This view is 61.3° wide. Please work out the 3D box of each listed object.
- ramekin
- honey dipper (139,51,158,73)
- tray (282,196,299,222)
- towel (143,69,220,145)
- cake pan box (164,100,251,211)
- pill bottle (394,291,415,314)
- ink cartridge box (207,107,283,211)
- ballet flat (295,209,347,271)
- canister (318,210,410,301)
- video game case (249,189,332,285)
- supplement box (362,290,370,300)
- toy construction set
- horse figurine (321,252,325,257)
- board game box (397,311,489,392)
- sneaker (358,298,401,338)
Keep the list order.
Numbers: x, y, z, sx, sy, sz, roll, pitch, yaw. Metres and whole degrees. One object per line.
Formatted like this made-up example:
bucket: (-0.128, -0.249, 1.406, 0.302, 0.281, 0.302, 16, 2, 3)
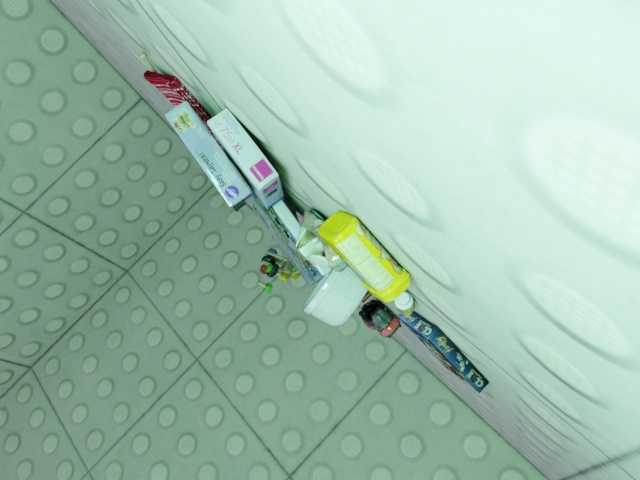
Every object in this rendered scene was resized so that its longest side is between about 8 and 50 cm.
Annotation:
ramekin: (0.053, 0.138, 1.485, 0.109, 0.207, 0.207, 36, 175, -1)
honey dipper: (-0.460, -0.468, 1.514, 0.030, 0.030, 0.160, 41, 172, 29)
tray: (-0.156, -0.158, 1.644, 0.145, 0.030, 0.270, 41, 174, 41)
towel: (-0.362, -0.358, 1.501, 0.199, 0.031, 0.275, 29, 166, 48)
cake pan box: (-0.262, -0.196, 1.329, 0.266, 0.070, 0.246, 55, 178, -8)
pill bottle: (0.196, 0.144, 1.257, 0.043, 0.043, 0.083, 42, 175, 25)
ink cartridge box: (-0.164, -0.175, 1.265, 0.185, 0.065, 0.311, 53, 173, 4)
ballet flat: (0.000, 0.000, 1.261, 0.107, 0.106, 0.316, 46, 175, -20)
canister: (0.082, 0.028, 1.037, 0.170, 0.073, 0.126, 47, 174, -20)
video game case: (-0.096, -0.022, 1.543, 0.329, 0.036, 0.300, 54, 168, 4)
supplement box: (0.150, 0.177, 1.848, 0.043, 0.055, 0.083, 44, 175, 14)
toy construction set: (-0.088, 0.073, 2.166, 0.237, 0.257, 0.309, 33, -160, -20)
horse figurine: (0.044, 0.074, 1.789, 0.174, 0.066, 0.263, 50, 173, -1)
board game box: (0.326, 0.290, 1.442, 0.243, 0.042, 0.165, 46, 175, -23)
sneaker: (0.201, 0.277, 2.037, 0.135, 0.097, 0.276, 45, 173, -11)
